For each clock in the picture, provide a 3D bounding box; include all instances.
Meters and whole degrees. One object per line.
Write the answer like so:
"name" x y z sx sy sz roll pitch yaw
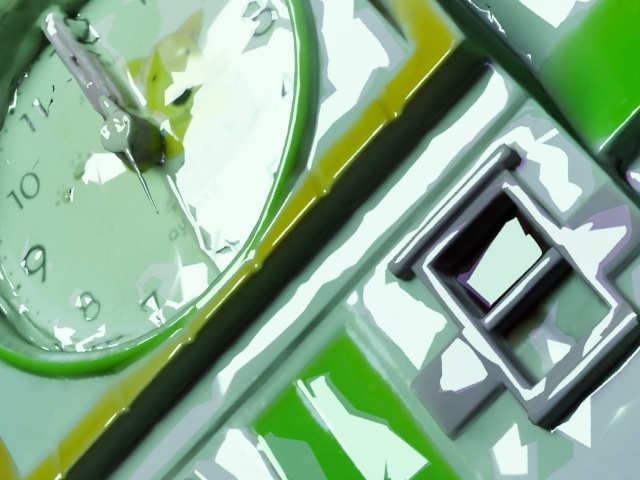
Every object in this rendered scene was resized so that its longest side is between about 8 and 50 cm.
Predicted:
"clock" 0.000 0.000 0.428 0.235 0.166 0.309 -47 53 13
